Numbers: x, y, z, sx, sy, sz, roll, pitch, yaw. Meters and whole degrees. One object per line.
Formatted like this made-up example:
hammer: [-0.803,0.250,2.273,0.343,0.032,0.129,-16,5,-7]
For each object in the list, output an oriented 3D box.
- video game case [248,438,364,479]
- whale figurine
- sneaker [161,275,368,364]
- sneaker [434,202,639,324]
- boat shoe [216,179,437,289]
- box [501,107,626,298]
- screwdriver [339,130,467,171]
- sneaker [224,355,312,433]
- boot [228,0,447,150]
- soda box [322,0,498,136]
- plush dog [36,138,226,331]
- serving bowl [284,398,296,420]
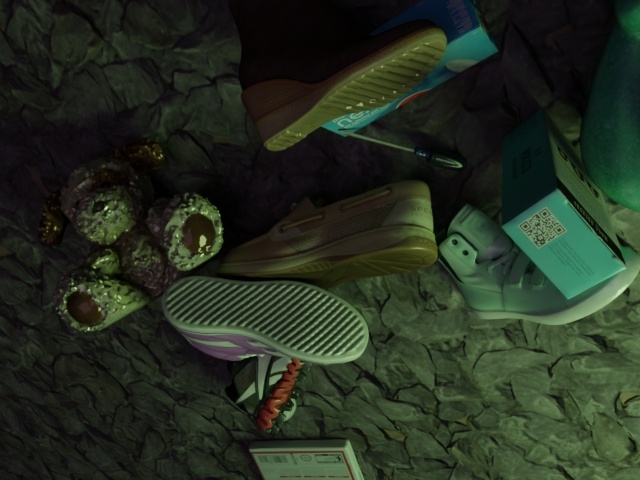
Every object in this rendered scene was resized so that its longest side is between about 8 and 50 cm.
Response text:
video game case: [-0.001,0.500,1.137,0.204,0.025,0.285,-9,115,22]
whale figurine: [0.312,-0.141,0.563,0.141,0.216,0.272,-14,133,32]
sneaker: [-0.073,0.128,0.838,0.282,0.102,0.161,12,150,7]
sneaker: [0.232,0.018,0.697,0.151,0.094,0.256,48,152,-11]
boat shoe: [0.000,0.000,0.809,0.341,0.110,0.121,-11,158,31]
box: [0.245,-0.051,0.612,0.100,0.244,0.060,45,122,-10]
screwdriver: [0.105,-0.116,0.723,0.169,0.024,0.025,16,142,-16]
sneaker: [-0.077,0.185,0.939,0.135,0.097,0.276,29,119,8]
boot: [0.000,-0.233,0.631,0.248,0.090,0.207,-21,75,33]
soda box: [0.087,-0.201,0.669,0.210,0.071,0.067,-24,72,28]
plush dog: [-0.284,-0.024,0.868,0.262,0.210,0.225,-34,90,2]
serving bowl: [-0.086,0.297,1.048,0.083,0.027,0.083,7,120,13]
